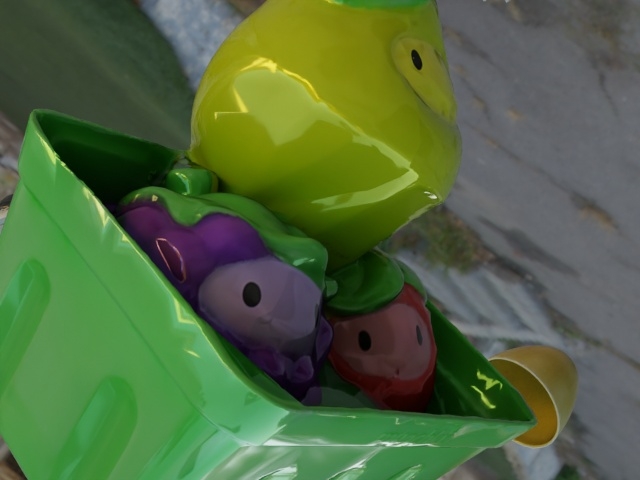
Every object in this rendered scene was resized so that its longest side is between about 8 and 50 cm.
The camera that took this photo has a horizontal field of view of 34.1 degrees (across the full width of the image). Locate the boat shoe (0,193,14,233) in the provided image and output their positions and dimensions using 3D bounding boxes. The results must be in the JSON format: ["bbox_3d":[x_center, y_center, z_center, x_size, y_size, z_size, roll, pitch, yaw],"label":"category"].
[{"bbox_3d":[-0.302,0.027,1.449,0.340,0.127,0.113,19,-156,-25],"label":"boat shoe"}]

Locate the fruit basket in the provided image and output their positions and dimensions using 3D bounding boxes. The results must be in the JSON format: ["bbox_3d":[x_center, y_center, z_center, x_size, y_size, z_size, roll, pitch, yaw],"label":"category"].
[{"bbox_3d":[0.000,0.000,0.670,0.283,0.392,0.392,47,178,30],"label":"fruit basket"}]

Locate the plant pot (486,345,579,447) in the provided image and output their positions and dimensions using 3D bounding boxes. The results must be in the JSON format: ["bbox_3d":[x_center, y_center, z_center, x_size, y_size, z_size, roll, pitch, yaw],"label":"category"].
[{"bbox_3d":[0.286,0.191,1.375,0.134,0.095,0.134,31,136,35],"label":"plant pot"}]
